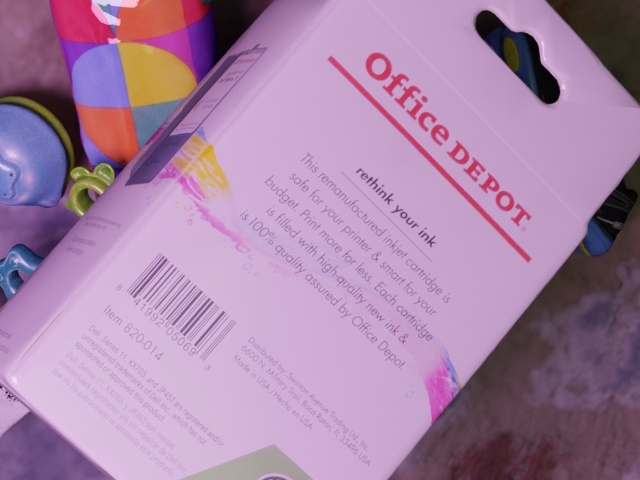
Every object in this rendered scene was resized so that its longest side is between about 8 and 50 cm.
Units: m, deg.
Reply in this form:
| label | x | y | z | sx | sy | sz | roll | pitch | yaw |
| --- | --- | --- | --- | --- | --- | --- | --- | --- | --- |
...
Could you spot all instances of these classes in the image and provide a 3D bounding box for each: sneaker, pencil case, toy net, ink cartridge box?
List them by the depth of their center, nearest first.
| label | x | y | z | sx | sy | sz | roll | pitch | yaw |
| --- | --- | --- | --- | --- | --- | --- | --- | --- | --- |
| ink cartridge box | 0.000 | 0.000 | 1.029 | 0.207 | 0.119 | 0.353 | 45 | 78 | -18 |
| pencil case | -0.100 | -0.095 | 1.095 | 0.104 | 0.104 | 0.236 | -15 | 119 | -16 |
| toy net | -0.175 | 0.029 | 1.131 | 0.122 | 0.045 | 0.232 | 20 | 124 | 12 |
| sneaker | 0.160 | -0.075 | 1.243 | 0.078 | 0.067 | 0.188 | -47 | 123 | -21 |
